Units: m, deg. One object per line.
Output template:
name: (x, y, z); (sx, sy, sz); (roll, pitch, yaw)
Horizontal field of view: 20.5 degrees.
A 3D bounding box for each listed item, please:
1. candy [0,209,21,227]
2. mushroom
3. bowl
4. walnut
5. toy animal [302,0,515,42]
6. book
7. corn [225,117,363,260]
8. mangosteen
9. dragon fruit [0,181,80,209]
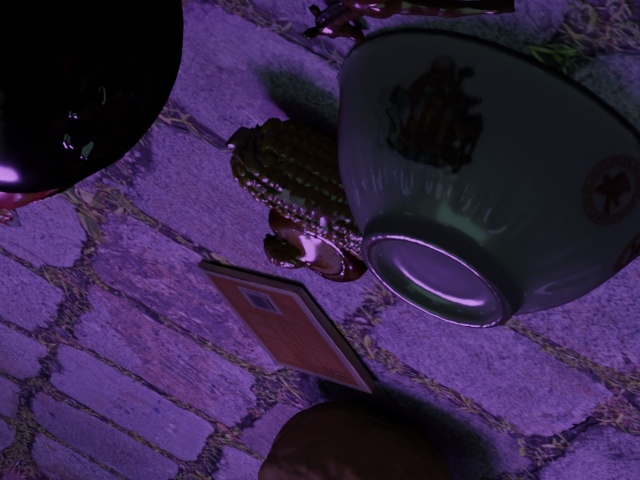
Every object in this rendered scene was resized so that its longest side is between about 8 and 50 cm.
candy: (-0.531, -0.086, 2.402); (0.292, 0.059, 0.086); (27, 161, 7)
mushroom: (0.000, 0.000, 1.903); (0.127, 0.087, 0.127); (28, 162, 10)
bowl: (0.134, -0.025, 1.596); (0.337, 0.157, 0.337); (24, 157, 11)
walnut: (0.046, 0.365, 2.415); (0.277, 0.282, 0.253); (27, -161, 19)
toy animal: (0.051, -0.205, 1.436); (0.230, 0.066, 0.224); (3, 167, 30)
book: (-0.042, 0.113, 2.293); (0.170, 0.018, 0.241); (14, 153, 36)
corn: (0.047, -0.025, 1.784); (0.320, 0.097, 0.097); (32, 158, -12)
mangosteen: (-0.283, -0.189, 1.569); (0.313, 0.297, 0.297); (19, 156, 14)
dragon fruit: (-0.322, -0.141, 1.828); (0.227, 0.224, 0.224); (-21, 129, 36)
